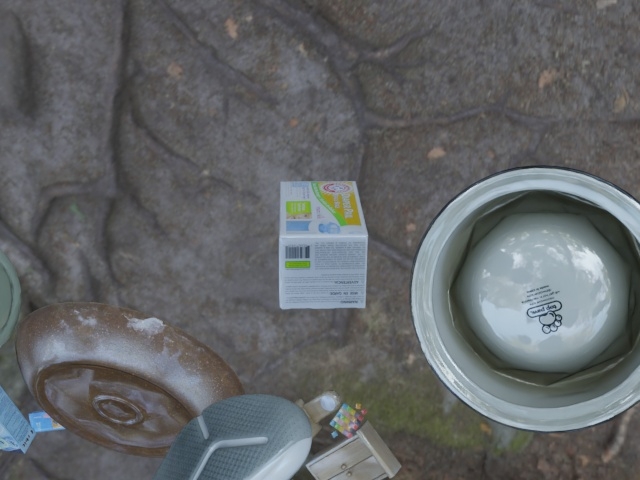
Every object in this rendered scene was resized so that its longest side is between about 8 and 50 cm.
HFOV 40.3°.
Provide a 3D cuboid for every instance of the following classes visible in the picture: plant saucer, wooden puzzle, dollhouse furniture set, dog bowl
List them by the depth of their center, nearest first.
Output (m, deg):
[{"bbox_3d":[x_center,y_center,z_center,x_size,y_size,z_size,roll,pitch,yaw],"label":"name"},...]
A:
[{"bbox_3d":[-0.159,0.125,0.709,0.198,0.036,0.199,9,138,8],"label":"plant saucer"},{"bbox_3d":[0.354,0.084,1.379,0.407,0.150,0.408,2,96,19],"label":"dog bowl"},{"bbox_3d":[-0.017,0.486,1.644,0.174,0.355,0.303,-39,87,33],"label":"dollhouse furniture set"},{"bbox_3d":[0.051,0.346,1.680,0.049,0.083,0.006,37,162,-5],"label":"wooden puzzle"}]

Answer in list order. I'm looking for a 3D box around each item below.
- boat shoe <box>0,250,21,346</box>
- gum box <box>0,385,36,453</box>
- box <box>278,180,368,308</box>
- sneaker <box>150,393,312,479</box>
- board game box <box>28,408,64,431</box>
[{"bbox_3d":[-0.244,-0.001,0.410,0.068,0.081,0.228,-6,150,25],"label":"boat shoe"},{"bbox_3d":[-0.524,0.234,1.269,0.157,0.041,0.184,1,134,20],"label":"gum box"},{"bbox_3d":[0.000,0.000,1.177,0.114,0.203,0.103,0,114,-3],"label":"box"},{"bbox_3d":[-0.051,0.124,0.402,0.061,0.054,0.152,33,119,-27],"label":"sneaker"},{"bbox_3d":[-0.370,0.289,1.525,0.211,0.160,0.039,-10,90,18],"label":"board game box"}]
